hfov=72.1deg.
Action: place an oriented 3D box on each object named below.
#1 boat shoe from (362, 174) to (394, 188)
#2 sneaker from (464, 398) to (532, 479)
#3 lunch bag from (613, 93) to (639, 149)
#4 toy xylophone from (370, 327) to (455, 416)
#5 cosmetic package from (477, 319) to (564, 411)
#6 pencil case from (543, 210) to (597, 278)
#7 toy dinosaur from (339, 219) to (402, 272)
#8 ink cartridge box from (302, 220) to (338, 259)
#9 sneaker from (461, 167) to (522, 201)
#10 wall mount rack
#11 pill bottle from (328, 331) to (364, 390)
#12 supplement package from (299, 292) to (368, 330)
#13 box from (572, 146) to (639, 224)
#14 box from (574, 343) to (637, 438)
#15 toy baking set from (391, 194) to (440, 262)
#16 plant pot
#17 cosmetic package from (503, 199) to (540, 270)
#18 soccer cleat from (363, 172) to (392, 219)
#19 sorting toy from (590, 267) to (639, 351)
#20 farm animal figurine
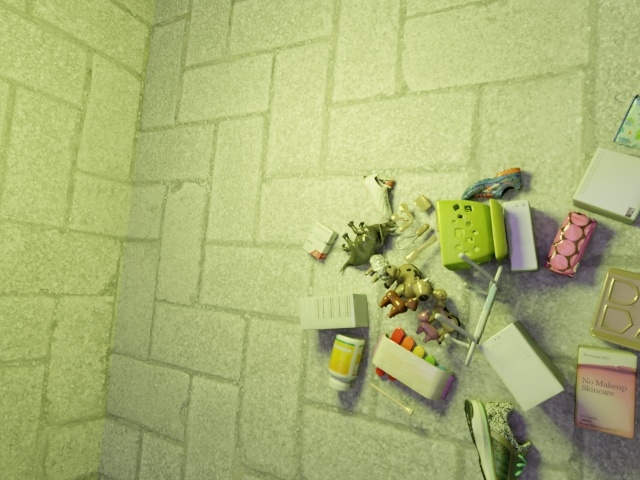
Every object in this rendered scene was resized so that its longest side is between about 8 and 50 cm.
[{"bbox_3d":[0.237,-0.248,1.804,0.136,0.049,0.043,20,90,28],"label":"boat shoe"},{"bbox_3d":[0.606,0.710,1.419,0.181,0.158,0.411,-15,80,9],"label":"sneaker"},{"bbox_3d":[1.002,-0.356,1.353,0.128,0.096,0.151,28,126,30],"label":"lunch bag"},{"bbox_3d":[0.316,0.490,1.637,0.322,0.081,0.236,36,101,29],"label":"toy xylophone"},{"bbox_3d":[0.635,0.386,1.386,0.138,0.224,0.225,-42,65,18],"label":"cosmetic package"},{"bbox_3d":[0.809,0.013,1.415,0.098,0.095,0.210,32,104,65],"label":"pencil case"},{"bbox_3d":[0.165,0.019,1.769,0.314,0.121,0.160,-52,56,11],"label":"toy dinosaur"},{"bbox_3d":[0.000,0.000,1.901,0.099,0.056,0.135,35,101,29],"label":"ink cartridge box"},{"bbox_3d":[0.609,-0.181,1.564,0.221,0.083,0.087,-23,80,29],"label":"sneaker"},{"bbox_3d":[0.469,0.205,1.393,0.130,0.304,0.350,18,73,24],"label":"wall mount rack"},{"bbox_3d":[0.097,0.480,1.745,0.117,0.117,0.209,13,90,31],"label":"pill bottle"},{"bbox_3d":[0.054,0.291,1.782,0.243,0.139,0.134,-10,77,29],"label":"supplement package"},{"bbox_3d":[0.914,-0.167,1.362,0.181,0.119,0.181,28,97,30],"label":"box"},{"bbox_3d":[0.847,0.441,1.312,0.148,0.126,0.233,3,85,31],"label":"box"},{"bbox_3d":[0.377,-0.046,1.679,0.196,0.030,0.257,-11,73,15],"label":"toy baking set"},{"bbox_3d":[0.526,-0.021,1.511,0.207,0.228,0.227,-7,80,23],"label":"plant pot"},{"bbox_3d":[0.676,-0.010,1.480,0.085,0.117,0.231,-7,78,30],"label":"cosmetic package"},{"bbox_3d":[0.243,-0.174,1.755,0.076,0.068,0.196,-30,88,31],"label":"soccer cleat"},{"bbox_3d":[1.003,0.227,1.307,0.307,0.041,0.229,16,87,30],"label":"sorting toy"},{"bbox_3d":[0.353,0.193,1.585,0.172,0.330,0.327,-49,35,18],"label":"farm animal figurine"}]
